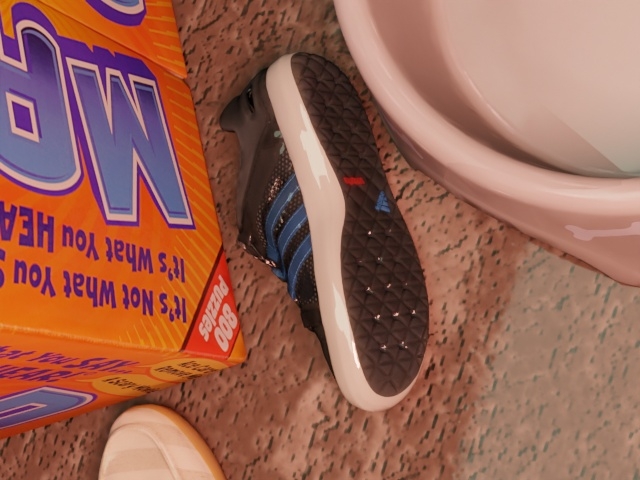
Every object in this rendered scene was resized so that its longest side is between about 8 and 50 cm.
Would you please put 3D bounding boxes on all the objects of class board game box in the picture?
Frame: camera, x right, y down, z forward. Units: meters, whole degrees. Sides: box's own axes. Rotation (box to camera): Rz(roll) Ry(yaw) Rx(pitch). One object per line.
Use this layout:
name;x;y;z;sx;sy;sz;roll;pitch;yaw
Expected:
board game box;-0.305;-0.070;0.667;0.356;0.356;0.356;-18;74;20

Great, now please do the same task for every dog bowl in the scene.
dog bowl;0.160;-0.155;0.620;0.349;0.102;0.349;-4;80;23

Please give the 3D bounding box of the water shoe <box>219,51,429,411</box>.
water shoe;0.000;0.000;0.692;0.080;0.073;0.203;-29;65;40

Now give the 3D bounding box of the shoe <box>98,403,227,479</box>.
shoe;-0.080;0.193;0.688;0.076;0.058;0.219;-21;73;19
